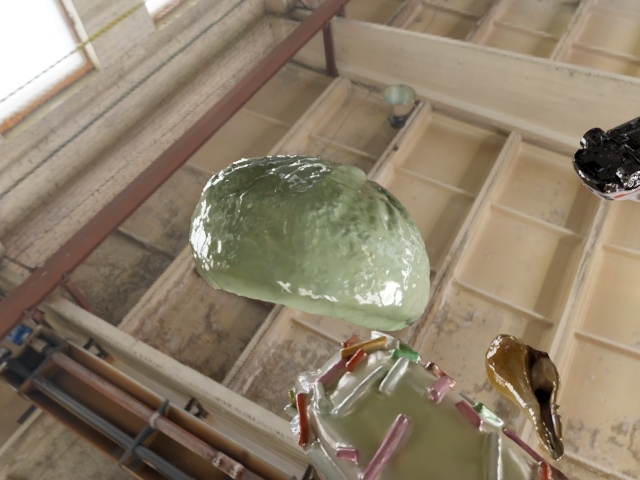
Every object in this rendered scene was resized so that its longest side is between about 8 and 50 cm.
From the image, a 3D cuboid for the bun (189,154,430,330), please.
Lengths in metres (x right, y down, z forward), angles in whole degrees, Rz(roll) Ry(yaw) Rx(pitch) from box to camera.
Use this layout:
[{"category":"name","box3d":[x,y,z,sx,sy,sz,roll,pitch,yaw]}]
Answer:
[{"category":"bun","box3d":[0.000,0.000,0.423,0.195,0.195,0.118,12,-100,16]}]

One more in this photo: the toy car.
[{"category":"toy car","box3d":[0.410,-0.100,0.648,0.209,0.108,0.089,-24,-131,4]}]

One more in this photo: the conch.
[{"category":"conch","box3d":[0.352,0.256,0.921,0.109,0.093,0.330,2,-152,1]}]

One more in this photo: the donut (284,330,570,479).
[{"category":"donut","box3d":[0.134,0.238,0.549,0.382,0.383,0.142,38,-97,31]}]
